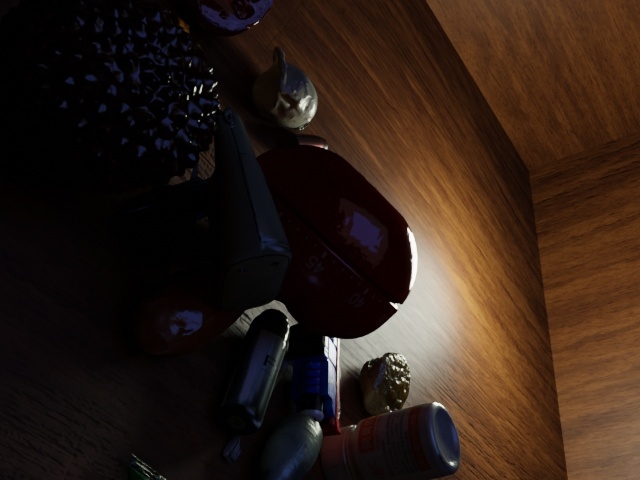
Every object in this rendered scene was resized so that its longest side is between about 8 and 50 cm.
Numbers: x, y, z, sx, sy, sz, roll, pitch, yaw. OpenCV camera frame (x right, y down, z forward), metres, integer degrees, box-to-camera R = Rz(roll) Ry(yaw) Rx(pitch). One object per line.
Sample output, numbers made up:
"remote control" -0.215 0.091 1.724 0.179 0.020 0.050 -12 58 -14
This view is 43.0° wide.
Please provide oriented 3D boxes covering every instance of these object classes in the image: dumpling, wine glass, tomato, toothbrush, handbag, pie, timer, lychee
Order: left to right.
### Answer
"lychee" -0.303 -0.199 1.110 0.330 0.306 0.306 30 28 8
"tomato" -0.205 -0.537 1.701 0.200 0.139 0.233 48 69 -26
"handbag" -0.144 -0.063 1.241 0.109 0.241 0.316 -12 65 -20
"toothbrush" -0.110 0.298 1.459 0.288 0.021 0.024 -55 132 -58
"dumpling" -0.084 -0.340 1.805 0.247 0.142 0.173 85 -6 -75
"wine glass" -0.020 0.368 1.313 0.096 0.264 0.309 54 29 -7
"timer" 0.000 0.000 1.473 0.378 0.279 0.378 44 1 -1
"pie" 0.150 0.338 1.856 0.193 0.078 0.163 12 70 -59

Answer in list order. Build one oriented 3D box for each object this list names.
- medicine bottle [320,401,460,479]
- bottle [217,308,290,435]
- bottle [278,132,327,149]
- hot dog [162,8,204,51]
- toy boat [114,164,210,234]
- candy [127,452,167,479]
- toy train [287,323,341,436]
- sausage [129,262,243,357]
"medicine bottle" 0.135 0.411 1.589 0.144 0.252 0.145 42 36 -40
"bottle" -0.109 0.231 1.440 0.254 0.079 0.096 -74 146 -49
"bottle" -0.035 -0.219 1.895 0.164 0.060 0.060 -13 84 -63
"hot dog" -0.281 -0.301 1.385 0.150 0.153 0.256 67 27 -7
"toy boat" -0.257 -0.067 1.343 0.246 0.092 0.103 -31 107 -63
"candy" -0.226 0.409 1.113 0.203 0.078 0.141 -96 164 -48
"toy train" -0.010 0.269 1.576 0.131 0.082 0.204 61 23 -49
"sausage" -0.202 0.106 1.298 0.258 0.133 0.133 -29 99 -62
